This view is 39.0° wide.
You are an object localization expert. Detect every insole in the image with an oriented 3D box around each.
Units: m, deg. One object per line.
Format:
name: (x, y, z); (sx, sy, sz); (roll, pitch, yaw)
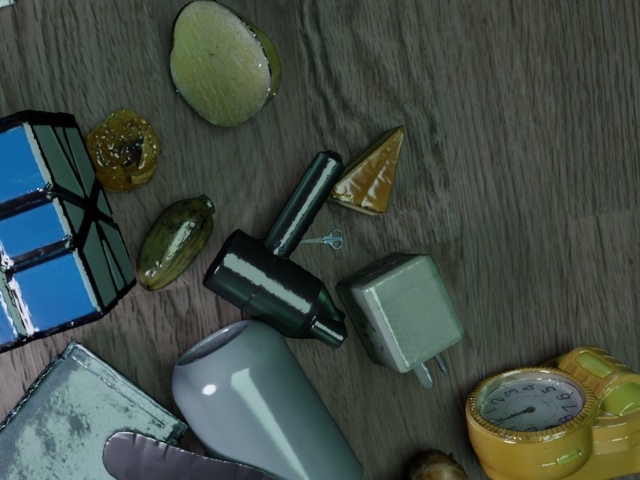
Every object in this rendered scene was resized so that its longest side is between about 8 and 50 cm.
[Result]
insole: (-0.163, 0.373, 1.356); (0.349, 0.009, 0.119); (20, 104, 3)

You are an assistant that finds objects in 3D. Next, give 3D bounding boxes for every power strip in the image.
power strip: (0.149, 0.145, 1.558); (0.139, 0.140, 0.224); (-28, 100, -19)

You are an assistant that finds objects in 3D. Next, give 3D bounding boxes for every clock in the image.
clock: (0.417, 0.326, 1.605); (0.317, 0.244, 0.200); (-15, 110, -16)

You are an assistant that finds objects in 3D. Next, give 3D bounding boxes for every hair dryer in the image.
hair dryer: (-0.013, 0.009, 1.481); (0.244, 0.116, 0.302); (32, 91, -12)

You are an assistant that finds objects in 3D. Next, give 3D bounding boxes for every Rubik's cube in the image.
Rubik's cube: (-0.442, -0.003, 1.235); (0.284, 0.293, 0.288); (-21, 95, -2)

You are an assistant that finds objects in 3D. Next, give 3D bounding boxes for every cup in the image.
cup: (-0.089, 0.291, 1.435); (0.205, 0.205, 0.312); (-32, 99, -18)

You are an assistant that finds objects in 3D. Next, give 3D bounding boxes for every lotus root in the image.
lotus root: (-0.235, 0.001, 1.450); (0.179, 0.081, 0.089); (-53, 147, -8)

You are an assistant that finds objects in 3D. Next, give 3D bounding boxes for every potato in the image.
potato: (-0.141, -0.295, 1.469); (0.202, 0.182, 0.117); (47, 36, 4)

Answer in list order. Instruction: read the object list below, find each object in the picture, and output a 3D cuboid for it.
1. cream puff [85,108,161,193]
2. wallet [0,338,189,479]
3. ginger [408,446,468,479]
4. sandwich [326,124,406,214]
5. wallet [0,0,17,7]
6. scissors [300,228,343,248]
cream puff: (-0.310, -0.141, 1.417); (0.119, 0.104, 0.133); (22, 81, -12)
wallet: (-0.399, 0.353, 1.394); (0.237, 0.075, 0.342); (39, 79, -9)
ginger: (0.089, 0.500, 1.524); (0.376, 0.176, 0.256); (-5, 73, -18)
sandwich: (0.069, -0.135, 1.563); (0.114, 0.079, 0.163); (16, 85, -20)
wallet: (-0.573, -0.379, 1.364); (0.197, 0.020, 0.103); (-22, 97, -19)
scissors: (0.000, 0.000, 1.575); (0.083, 0.006, 0.036); (-5, 93, -20)
